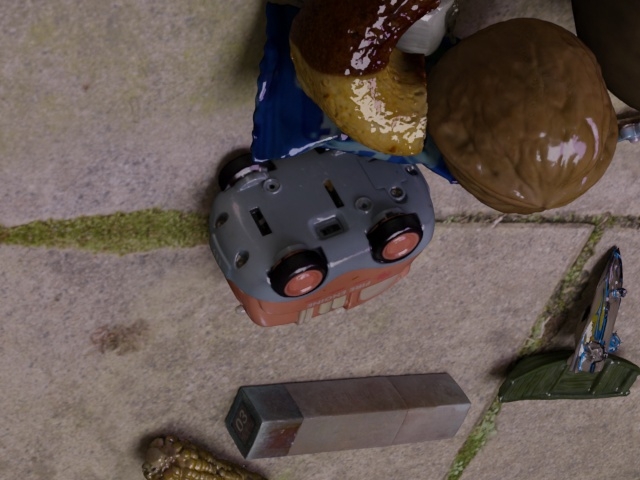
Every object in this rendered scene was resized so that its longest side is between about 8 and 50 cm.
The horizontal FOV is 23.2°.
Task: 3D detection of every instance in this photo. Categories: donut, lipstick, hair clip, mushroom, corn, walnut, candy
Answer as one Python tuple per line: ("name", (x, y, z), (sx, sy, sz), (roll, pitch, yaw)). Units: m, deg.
("donut", (0.052, -0.207, 1.617), (0.151, 0.112, 0.295), (-3, 122, -13))
("lipstick", (0.046, 0.250, 2.235), (0.372, 0.076, 0.079), (0, 127, -35))
("hair clip", (0.482, -0.165, 2.146), (0.214, 0.056, 0.062), (-20, 171, -18))
("mushroom", (0.044, -0.271, 1.704), (0.278, 0.096, 0.099), (15, 108, -33))
("corn", (-0.146, 0.342, 2.189), (0.086, 0.086, 0.288), (-44, 141, 11))
("walnut", (0.227, -0.136, 1.754), (0.228, 0.228, 0.228), (-19, 138, -18))
("candy", (0.059, -0.164, 1.795), (0.331, 0.077, 0.187), (6, 88, -41))

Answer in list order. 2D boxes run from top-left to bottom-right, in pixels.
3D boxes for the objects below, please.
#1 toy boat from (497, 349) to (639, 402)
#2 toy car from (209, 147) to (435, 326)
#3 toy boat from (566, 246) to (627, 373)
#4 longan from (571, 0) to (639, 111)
("toy boat", (0.386, 0.213, 2.453), (0.293, 0.055, 0.093), (1, 129, -36))
("toy car", (0.000, 0.000, 1.889), (0.271, 0.180, 0.212), (-21, 150, -14))
("toy boat", (0.427, 0.107, 2.359), (0.084, 0.066, 0.210), (-22, 127, -58))
("longan", (0.447, -0.292, 1.800), (0.319, 0.319, 0.319), (-19, 138, -18))
